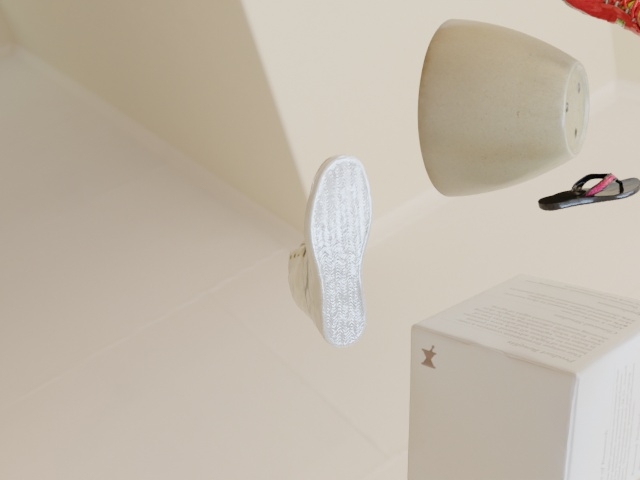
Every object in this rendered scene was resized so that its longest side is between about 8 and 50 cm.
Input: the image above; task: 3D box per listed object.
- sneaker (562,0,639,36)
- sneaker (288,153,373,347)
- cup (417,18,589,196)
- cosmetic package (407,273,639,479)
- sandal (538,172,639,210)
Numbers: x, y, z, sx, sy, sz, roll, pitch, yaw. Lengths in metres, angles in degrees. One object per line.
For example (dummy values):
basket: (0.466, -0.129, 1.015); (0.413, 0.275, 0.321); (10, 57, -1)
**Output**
sneaker: (0.527, -0.395, 1.540); (0.279, 0.107, 0.118); (21, -154, -3)
sneaker: (0.000, 0.000, 1.413); (0.108, 0.293, 0.169); (-5, -162, -22)
cup: (0.350, -0.239, 1.672); (0.237, 0.331, 0.331); (4, -143, 31)
cosmetic package: (0.403, 0.287, 1.700); (0.329, 0.328, 0.393); (15, -158, 40)
sandal: (0.430, -0.083, 1.462); (0.179, 0.040, 0.067); (-11, -166, -13)
